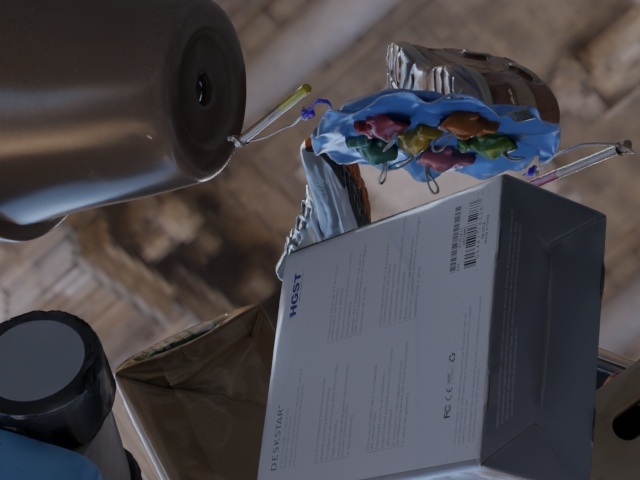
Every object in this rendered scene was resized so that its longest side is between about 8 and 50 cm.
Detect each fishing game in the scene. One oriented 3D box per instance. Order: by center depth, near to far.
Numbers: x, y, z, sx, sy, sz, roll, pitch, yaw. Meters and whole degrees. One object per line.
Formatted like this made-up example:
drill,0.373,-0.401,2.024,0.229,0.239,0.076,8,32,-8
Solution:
fishing game,0.083,-0.065,1.360,0.264,0.189,0.041,9,-106,-26

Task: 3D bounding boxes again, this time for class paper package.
paper package,-0.098,0.247,1.926,0.309,0.168,0.325,62,163,3

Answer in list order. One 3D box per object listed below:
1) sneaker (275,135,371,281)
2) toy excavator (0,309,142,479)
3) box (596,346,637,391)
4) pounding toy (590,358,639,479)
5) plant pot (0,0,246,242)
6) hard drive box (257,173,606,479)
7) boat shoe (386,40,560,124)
sneaker,0.000,0.000,2.079,0.099,0.121,0.262,-87,-16,-52
toy excavator,-0.260,0.283,1.393,0.222,0.433,0.445,82,-153,-49
box,0.194,0.288,1.650,0.293,0.395,0.212,21,-176,38
pounding toy,0.220,0.140,1.279,0.094,0.181,0.206,50,161,17
plant pot,-0.191,-0.127,1.560,0.263,0.229,0.263,1,-90,-66
hard drive box,0.065,0.078,1.194,0.089,0.232,0.181,19,-112,-32
boat shoe,0.141,-0.128,1.834,0.324,0.116,0.123,-133,41,-71
